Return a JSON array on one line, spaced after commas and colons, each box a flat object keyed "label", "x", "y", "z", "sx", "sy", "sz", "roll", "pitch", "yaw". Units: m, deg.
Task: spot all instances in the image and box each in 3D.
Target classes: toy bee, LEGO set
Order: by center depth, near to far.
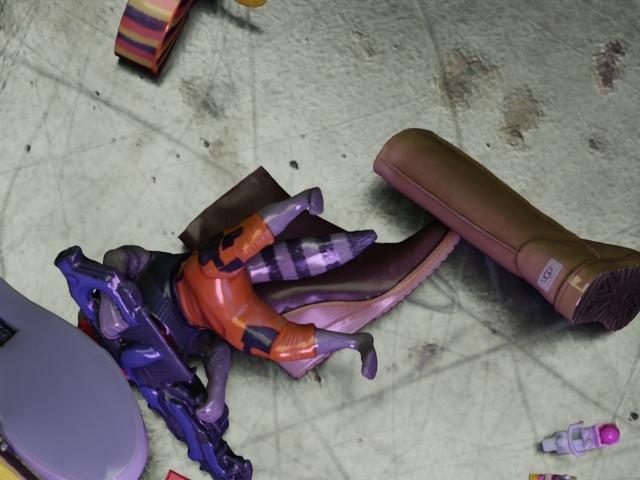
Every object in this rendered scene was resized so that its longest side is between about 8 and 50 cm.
[{"label": "LEGO set", "x": 0.288, "y": 0.332, "z": 1.925, "sx": 0.132, "sy": 0.107, "sz": 0.287, "roll": -17, "pitch": 81, "yaw": -6}, {"label": "toy bee", "x": -0.148, "y": -0.335, "z": 1.991, "sx": 0.195, "sy": 0.162, "sz": 0.298, "roll": 4, "pitch": 80, "yaw": 0}]

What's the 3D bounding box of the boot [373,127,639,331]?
[{"label": "boot", "x": 0.215, "y": -0.019, "z": 1.971, "sx": 0.269, "sy": 0.236, "sz": 0.089, "roll": 38, "pitch": 102, "yaw": 26}]

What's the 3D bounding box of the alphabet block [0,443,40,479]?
[{"label": "alphabet block", "x": -0.383, "y": 0.278, "z": 1.854, "sx": 0.192, "sy": 0.197, "sz": 0.193, "roll": 41, "pitch": 81, "yaw": 5}]

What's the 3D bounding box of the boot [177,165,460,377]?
[{"label": "boot", "x": 0.000, "y": 0.000, "z": 1.975, "sx": 0.248, "sy": 0.090, "sz": 0.207, "roll": -37, "pitch": 86, "yaw": -5}]

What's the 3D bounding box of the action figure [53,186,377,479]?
[{"label": "action figure", "x": -0.100, "y": 0.092, "z": 1.902, "sx": 0.330, "sy": 0.341, "sz": 0.178, "roll": -9, "pitch": 35, "yaw": 25}]

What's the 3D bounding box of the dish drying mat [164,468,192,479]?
[{"label": "dish drying mat", "x": -0.129, "y": 0.274, "z": 1.964, "sx": 0.083, "sy": 0.008, "sz": 0.032, "roll": 27, "pitch": 79, "yaw": 3}]

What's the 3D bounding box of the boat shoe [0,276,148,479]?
[{"label": "boat shoe", "x": -0.300, "y": 0.152, "z": 1.884, "sx": 0.367, "sy": 0.156, "sz": 0.136, "roll": 36, "pitch": 68, "yaw": 27}]
